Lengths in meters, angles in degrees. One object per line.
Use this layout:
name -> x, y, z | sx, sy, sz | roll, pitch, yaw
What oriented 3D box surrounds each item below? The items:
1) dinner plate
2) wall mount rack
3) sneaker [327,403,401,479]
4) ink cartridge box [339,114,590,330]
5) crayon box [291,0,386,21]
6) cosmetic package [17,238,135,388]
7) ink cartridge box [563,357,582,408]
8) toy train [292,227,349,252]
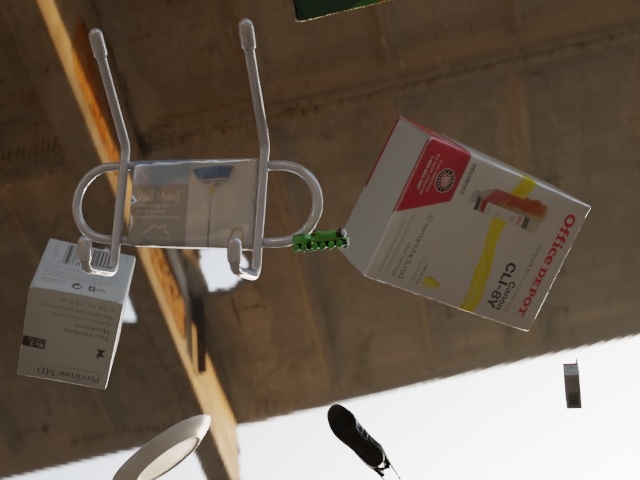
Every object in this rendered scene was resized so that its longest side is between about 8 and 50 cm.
dinner plate -> -0.187, 0.259, 1.158 | 0.141, 0.017, 0.141 | -35, -18, -14
wall mount rack -> -0.176, -0.105, 1.201 | 0.350, 0.304, 0.130 | 0, -8, 16
sneaker -> 0.078, 0.376, 1.764 | 0.051, 0.170, 0.089 | -42, -25, -5
ink cartridge box -> 0.271, -0.025, 1.807 | 0.384, 0.160, 0.279 | 20, -78, -25
crayon box -> 0.101, -0.421, 1.272 | 0.323, 0.203, 0.083 | -13, -32, -1
cosmetic package -> -0.407, 0.122, 1.607 | 0.151, 0.151, 0.184 | 12, -61, -9
ink cartridge box -> 0.450, 0.255, 1.725 | 0.029, 0.115, 0.063 | -5, -83, 12
toy train -> 0.000, 0.000, 1.128 | 0.083, 0.024, 0.017 | -7, -6, 40
